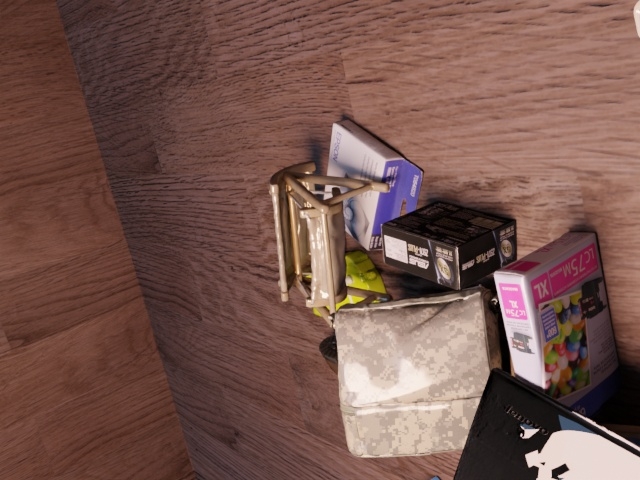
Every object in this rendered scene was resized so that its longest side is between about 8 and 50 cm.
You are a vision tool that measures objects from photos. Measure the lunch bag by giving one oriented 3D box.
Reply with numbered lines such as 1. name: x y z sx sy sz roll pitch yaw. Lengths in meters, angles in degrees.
1. lunch bag: 0.181 0.220 1.309 0.305 0.212 0.256 -8 103 17

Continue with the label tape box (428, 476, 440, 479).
1. label tape box: 0.249 0.724 1.678 0.241 0.106 0.334 50 143 26

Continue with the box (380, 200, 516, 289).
1. box: 0.217 0.004 1.262 0.180 0.147 0.078 20 124 48

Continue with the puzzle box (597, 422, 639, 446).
1. puzzle box: 0.518 0.405 1.043 0.409 0.052 0.272 -17 68 57

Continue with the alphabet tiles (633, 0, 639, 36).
1. alphabet tiles: 0.495 -0.228 0.840 0.278 0.021 0.284 -1 107 55

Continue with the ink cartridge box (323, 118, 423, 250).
1. ink cartridge box: 0.095 -0.095 1.474 0.224 0.045 0.223 40 138 36

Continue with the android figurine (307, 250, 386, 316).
1. android figurine: 0.055 0.113 1.650 0.273 0.056 0.248 -6 103 58

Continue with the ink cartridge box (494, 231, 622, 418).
1. ink cartridge box: 0.365 0.162 1.103 0.065 0.185 0.311 6 114 52

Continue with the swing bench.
1. swing bench: 0.000 0.000 1.466 0.254 0.165 0.253 22 124 48

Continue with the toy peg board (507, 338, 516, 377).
1. toy peg board: 0.361 0.262 1.242 0.079 0.161 0.161 -2 113 11

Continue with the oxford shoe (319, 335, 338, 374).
1. oxford shoe: 0.097 0.301 1.692 0.227 0.083 0.096 30 150 45

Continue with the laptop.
1. laptop: 0.393 0.450 1.071 0.382 0.236 0.408 28 162 44
